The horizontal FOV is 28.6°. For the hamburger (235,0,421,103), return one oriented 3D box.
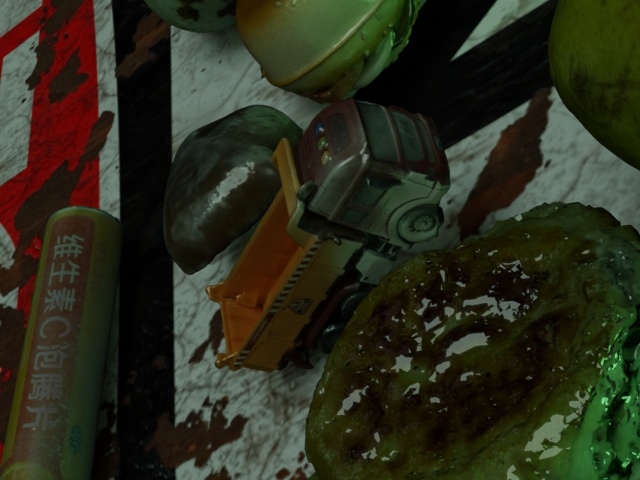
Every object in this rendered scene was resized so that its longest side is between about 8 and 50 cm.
[{"bbox_3d":[0.008,-0.251,1.315,0.237,0.147,0.237,-34,35,29],"label":"hamburger"}]

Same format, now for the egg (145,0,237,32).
[{"bbox_3d":[-0.142,-0.348,1.518,0.169,0.169,0.231,-33,32,23],"label":"egg"}]

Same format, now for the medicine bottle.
[{"bbox_3d":[-0.277,0.155,1.323,0.108,0.108,0.426,-26,45,29],"label":"medicine bottle"}]

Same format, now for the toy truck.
[{"bbox_3d":[0.000,0.000,1.102,0.270,0.135,0.114,-57,32,36],"label":"toy truck"}]

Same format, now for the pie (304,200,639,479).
[{"bbox_3d":[0.120,0.113,0.954,0.288,0.103,0.354,8,65,53],"label":"pie"}]

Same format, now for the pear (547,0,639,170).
[{"bbox_3d":[0.300,-0.160,0.873,0.375,0.287,0.287,-12,53,57],"label":"pear"}]

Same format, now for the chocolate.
[{"bbox_3d":[-0.102,-0.071,1.262,0.157,0.080,0.254,-41,15,14],"label":"chocolate"}]
